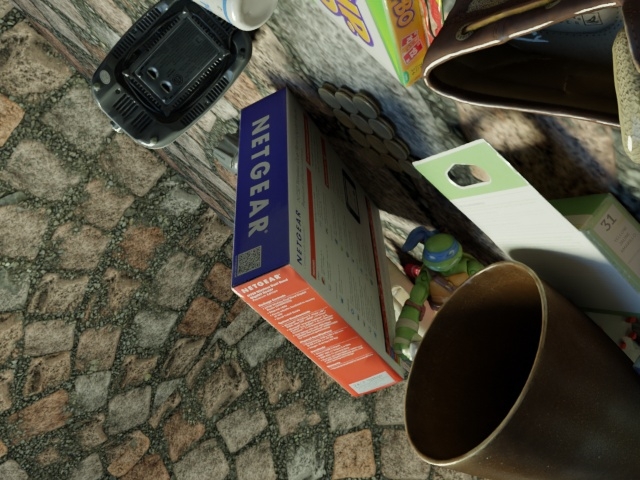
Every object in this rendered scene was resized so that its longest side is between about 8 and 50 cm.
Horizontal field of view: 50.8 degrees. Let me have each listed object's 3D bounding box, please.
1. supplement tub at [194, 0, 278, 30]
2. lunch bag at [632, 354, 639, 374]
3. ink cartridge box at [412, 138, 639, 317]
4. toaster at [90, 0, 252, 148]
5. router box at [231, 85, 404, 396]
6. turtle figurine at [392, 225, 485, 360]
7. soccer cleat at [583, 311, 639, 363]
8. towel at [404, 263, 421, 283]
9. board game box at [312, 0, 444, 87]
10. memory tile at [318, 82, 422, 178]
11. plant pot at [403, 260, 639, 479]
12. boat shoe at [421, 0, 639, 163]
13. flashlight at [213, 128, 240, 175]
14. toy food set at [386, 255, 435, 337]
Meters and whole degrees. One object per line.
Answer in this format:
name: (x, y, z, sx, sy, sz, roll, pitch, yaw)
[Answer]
supplement tub: (-0.101, -0.270, 0.695, 0.107, 0.071, 0.071, 36, 170, 24)
lunch bag: (0.376, 0.130, 0.552, 0.176, 0.090, 0.219, 32, 178, 0)
ink cartridge box: (0.216, -0.021, 0.658, 0.235, 0.056, 0.171, 45, 170, -9)
toaster: (-0.171, -0.223, 0.841, 0.129, 0.227, 0.146, 43, -173, -13)
router box: (0.000, 0.000, 0.948, 0.301, 0.082, 0.335, 49, -153, -41)
turtle figurine: (0.209, 0.132, 0.930, 0.275, 0.198, 0.266, 36, 163, 39)
soccer cleat: (0.339, 0.119, 0.797, 0.196, 0.068, 0.076, 43, 172, -34)
towel: (0.273, 0.122, 1.177, 0.199, 0.031, 0.275, 46, 168, -20)
board game box: (0.000, -0.217, 0.494, 0.259, 0.039, 0.124, 48, 175, 28)
memory tile: (0.064, -0.137, 0.845, 0.148, 0.012, 0.113, 46, 169, -36)
plant pot: (0.242, 0.168, 0.696, 0.230, 0.215, 0.215, 29, 174, -15)
boat shoe: (0.181, -0.079, 0.307, 0.342, 0.123, 0.123, 31, 167, 46)
flashlight: (-0.079, -0.108, 1.264, 0.304, 0.103, 0.103, 35, 170, 27)
toy food set: (0.190, 0.163, 1.320, 0.220, 0.092, 0.306, 48, -178, 28)
